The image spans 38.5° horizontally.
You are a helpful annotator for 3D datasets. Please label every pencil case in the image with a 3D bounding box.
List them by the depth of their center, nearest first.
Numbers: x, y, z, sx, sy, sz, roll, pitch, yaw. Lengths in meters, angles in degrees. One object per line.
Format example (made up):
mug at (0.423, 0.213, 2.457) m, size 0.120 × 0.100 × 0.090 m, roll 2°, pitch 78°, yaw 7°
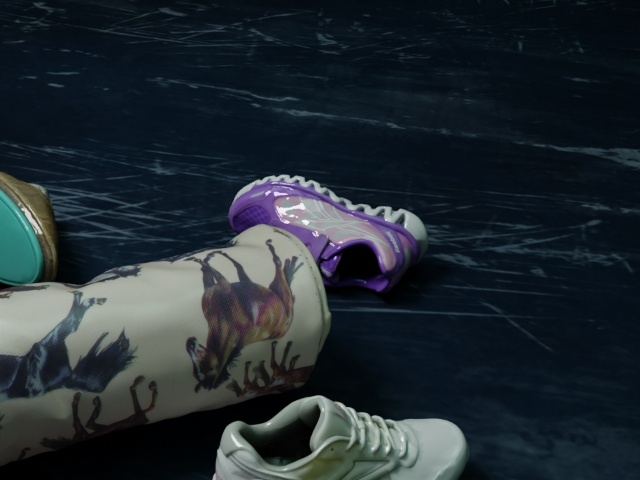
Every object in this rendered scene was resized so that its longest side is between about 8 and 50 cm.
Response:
pencil case at (-0.205, 0.096, 0.811) m, size 0.410 × 0.160 × 0.183 m, roll -12°, pitch 8°, yaw -23°

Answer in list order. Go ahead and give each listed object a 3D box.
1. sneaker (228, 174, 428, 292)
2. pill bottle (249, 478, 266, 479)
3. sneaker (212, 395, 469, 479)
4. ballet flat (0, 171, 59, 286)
sneaker at (0.000, 0.000, 1.049) m, size 0.236 × 0.095 × 0.104 m, roll 14°, pitch 42°, yaw 11°
pill bottle at (0.033, 0.251, 0.650) m, size 0.208 × 0.119 × 0.119 m, roll 12°, pitch 34°, yaw 9°
sneaker at (0.023, 0.177, 0.760) m, size 0.232 × 0.115 × 0.090 m, roll -8°, pitch 36°, yaw -19°
ballet flat at (-0.393, -0.042, 1.056) m, size 0.342 × 0.116 × 0.124 m, roll 20°, pitch 17°, yaw 26°
